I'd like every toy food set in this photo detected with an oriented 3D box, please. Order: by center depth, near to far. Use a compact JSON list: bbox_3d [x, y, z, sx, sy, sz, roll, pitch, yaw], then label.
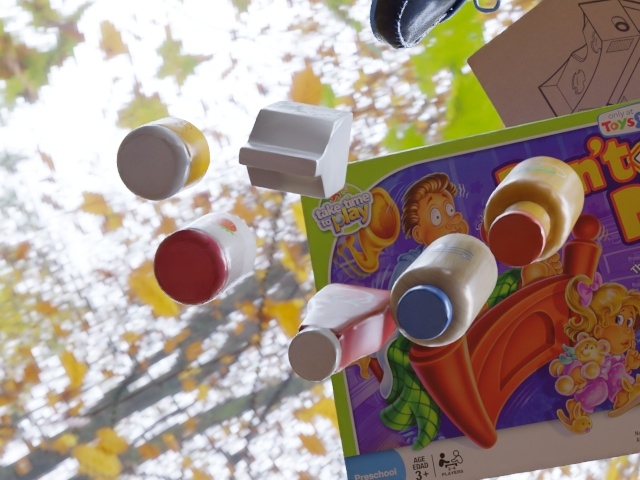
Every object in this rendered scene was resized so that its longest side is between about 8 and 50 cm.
[{"bbox_3d":[0.000,0.000,0.683,0.232,0.104,0.111,11,-75,13],"label":"toy food set"}]

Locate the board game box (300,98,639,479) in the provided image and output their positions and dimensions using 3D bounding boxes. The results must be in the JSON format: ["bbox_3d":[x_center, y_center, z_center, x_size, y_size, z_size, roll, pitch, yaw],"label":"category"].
[{"bbox_3d":[0.175,0.036,0.984,0.347,0.078,0.233,-12,-101,11],"label":"board game box"}]

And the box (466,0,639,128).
[{"bbox_3d":[0.233,-0.139,1.141,0.201,0.021,0.164,-37,-109,26],"label":"box"}]

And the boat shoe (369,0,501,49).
[{"bbox_3d":[0.142,-0.280,1.298,0.089,0.109,0.258,30,-97,29],"label":"boat shoe"}]
